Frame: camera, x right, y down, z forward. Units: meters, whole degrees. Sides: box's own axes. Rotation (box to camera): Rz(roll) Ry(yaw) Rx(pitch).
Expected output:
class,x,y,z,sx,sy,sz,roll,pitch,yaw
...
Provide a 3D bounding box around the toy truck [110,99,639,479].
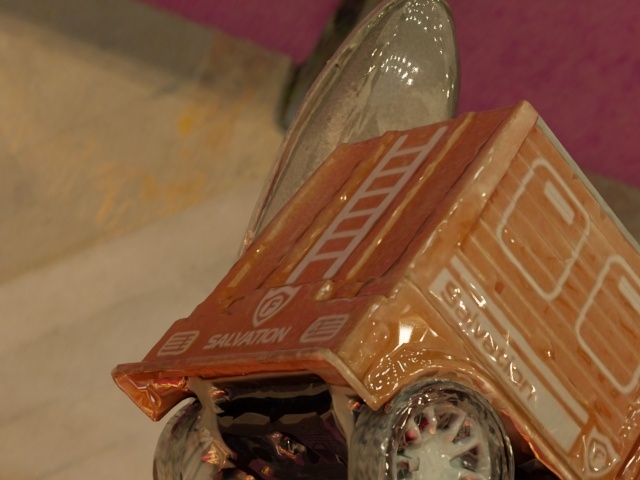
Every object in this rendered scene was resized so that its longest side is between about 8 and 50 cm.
class,x,y,z,sx,sy,sz,roll,pitch,yaw
toy truck,0.089,0.103,0.650,0.305,0.136,0.162,49,60,-21

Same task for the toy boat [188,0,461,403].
class,x,y,z,sx,sy,sz,roll,pitch,yaw
toy boat,0.000,0.000,0.891,0.078,0.085,0.261,16,108,-22
